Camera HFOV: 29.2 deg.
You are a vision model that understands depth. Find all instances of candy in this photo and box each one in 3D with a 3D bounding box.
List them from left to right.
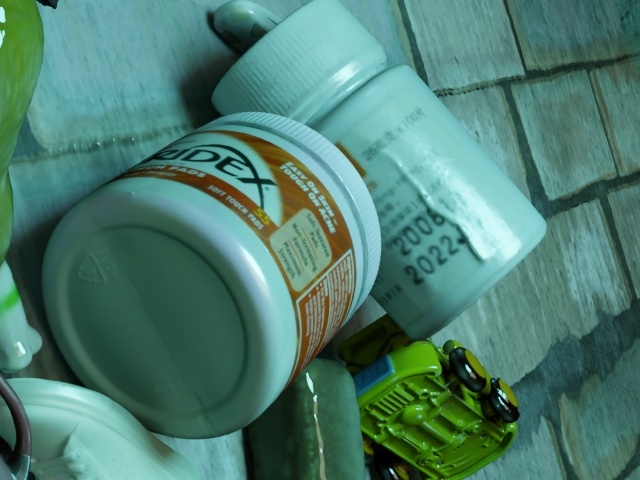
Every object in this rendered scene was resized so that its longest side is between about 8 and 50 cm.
[{"bbox_3d":[-0.015,0.245,1.349,0.104,0.102,0.234,15,64,-54],"label":"candy"}]

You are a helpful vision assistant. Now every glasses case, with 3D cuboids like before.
[{"bbox_3d":[-0.066,-0.248,1.518,0.164,0.063,0.041,31,52,-48],"label":"glasses case"}]

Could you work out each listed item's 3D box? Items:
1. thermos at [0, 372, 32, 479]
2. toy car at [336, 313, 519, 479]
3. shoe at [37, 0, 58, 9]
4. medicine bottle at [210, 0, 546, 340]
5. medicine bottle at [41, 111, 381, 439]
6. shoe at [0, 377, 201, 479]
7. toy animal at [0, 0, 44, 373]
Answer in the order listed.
[{"bbox_3d":[-0.295,0.164,0.924,0.330,0.136,0.109,59,14,-23],"label":"thermos"},{"bbox_3d":[0.124,0.194,1.523,0.248,0.200,0.142,43,21,-40],"label":"toy car"},{"bbox_3d":[-0.317,-0.327,1.099,0.114,0.137,0.291,-41,110,-56],"label":"shoe"},{"bbox_3d":[0.065,-0.084,1.409,0.371,0.211,0.211,48,34,3],"label":"medicine bottle"},{"bbox_3d":[-0.100,0.029,1.171,0.241,0.252,0.253,-42,112,-56],"label":"medicine bottle"},{"bbox_3d":[-0.199,0.215,1.089,0.265,0.095,0.110,40,46,-45],"label":"shoe"},{"bbox_3d":[-0.315,-0.056,0.980,0.181,0.180,0.363,-15,132,-39],"label":"toy animal"}]
